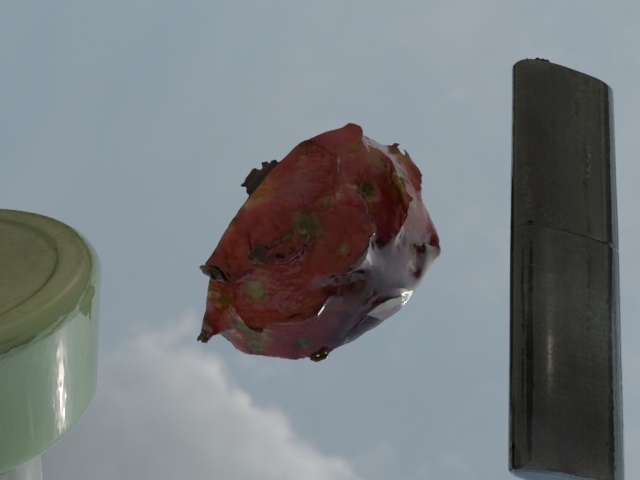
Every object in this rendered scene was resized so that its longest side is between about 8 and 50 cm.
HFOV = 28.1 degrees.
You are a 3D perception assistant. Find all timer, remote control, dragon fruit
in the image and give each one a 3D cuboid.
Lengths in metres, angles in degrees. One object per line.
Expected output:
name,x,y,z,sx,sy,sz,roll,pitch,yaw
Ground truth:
timer,-0.317,0.168,1.095,0.291,0.315,0.291,-2,-155,1
remote control,0.207,0.021,1.084,0.107,0.044,0.377,17,-119,-25
dragon fruit,0.006,0.002,1.163,0.274,0.161,0.126,-41,-128,-17
